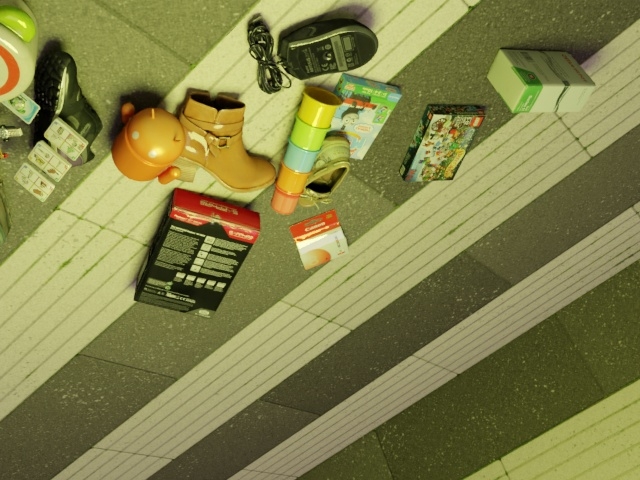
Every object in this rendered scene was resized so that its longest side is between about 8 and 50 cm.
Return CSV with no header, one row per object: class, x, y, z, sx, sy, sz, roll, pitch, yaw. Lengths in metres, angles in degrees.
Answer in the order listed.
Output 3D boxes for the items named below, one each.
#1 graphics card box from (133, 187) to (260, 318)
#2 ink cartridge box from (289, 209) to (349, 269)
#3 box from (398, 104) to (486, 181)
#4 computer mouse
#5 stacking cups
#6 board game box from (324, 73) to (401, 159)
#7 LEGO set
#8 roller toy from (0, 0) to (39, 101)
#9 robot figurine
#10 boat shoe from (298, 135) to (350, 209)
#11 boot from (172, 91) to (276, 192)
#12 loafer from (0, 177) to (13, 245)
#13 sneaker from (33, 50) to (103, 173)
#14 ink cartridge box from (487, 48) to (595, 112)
graphics card box,-0.332,0.045,1.811,0.233,0.094,0.370,16,129,-20
ink cartridge box,0.000,0.000,1.992,0.146,0.045,0.179,-21,145,-1
box,0.323,-0.258,1.831,0.159,0.044,0.233,-3,139,-21
computer mouse,-0.014,-0.419,1.465,0.273,0.072,0.188,-8,144,3
stacking cups,-0.048,-0.210,1.640,0.096,0.096,0.316,3,129,-28
board game box,0.079,-0.298,1.673,0.160,0.039,0.211,5,136,-30
LEGO set,-0.599,-0.219,1.358,0.244,0.060,0.182,41,118,-12
roller toy,-0.602,-0.352,1.197,0.210,0.146,0.191,0,145,-14
robot figurine,-0.371,-0.206,1.465,0.128,0.157,0.219,6,162,-33
boat shoe,-0.002,-0.153,1.732,0.105,0.089,0.285,-1,153,-20
boot,-0.207,-0.232,1.582,0.284,0.109,0.220,8,130,-23
loafer,-0.740,-0.104,1.505,0.096,0.084,0.267,15,134,5
sneaker,-0.511,-0.268,1.404,0.124,0.107,0.283,-17,147,-38
ink cartridge box,0.544,-0.393,1.684,0.209,0.153,0.086,-4,140,-20
